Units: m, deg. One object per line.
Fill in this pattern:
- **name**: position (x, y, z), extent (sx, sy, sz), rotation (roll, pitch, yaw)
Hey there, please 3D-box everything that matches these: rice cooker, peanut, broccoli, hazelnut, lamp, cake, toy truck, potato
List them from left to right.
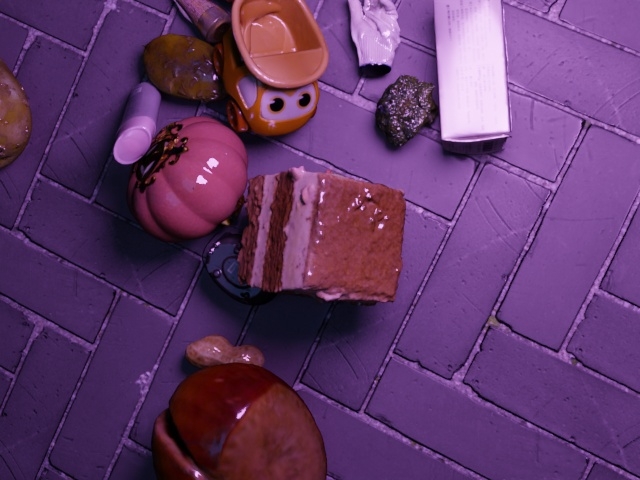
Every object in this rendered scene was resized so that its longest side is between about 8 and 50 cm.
- **potato**: position (-0.849, -0.348, 1.619), extent (0.270, 0.219, 0.358), rotation (-20, 85, 17)
- **potato**: position (-0.316, -0.407, 1.570), extent (0.251, 0.113, 0.149), rotation (27, 91, 10)
- **lamp**: position (-0.287, -0.127, 1.504), extent (0.306, 0.240, 0.305), rotation (-26, 43, 27)
- **peanut**: position (-0.227, 0.273, 1.583), extent (0.193, 0.089, 0.089), rotation (12, 93, 6)
- **hazelnut**: position (-0.187, 0.471, 1.446), extent (0.359, 0.359, 0.409), rotation (-27, 93, 10)
- **rice cooker**: position (-0.183, 0.064, 1.550), extent (0.203, 0.118, 0.142), rotation (39, 98, 4)
- **toy truck**: position (-0.109, -0.379, 1.450), extent (0.205, 0.212, 0.287), rotation (-15, 85, -24)
- **cake**: position (0.000, 0.000, 1.398), extent (0.256, 0.290, 0.281), rotation (7, 90, -31)
- **broccoli**: position (0.191, -0.289, 1.467), extent (0.162, 0.138, 0.145), rotation (-59, 45, 41)

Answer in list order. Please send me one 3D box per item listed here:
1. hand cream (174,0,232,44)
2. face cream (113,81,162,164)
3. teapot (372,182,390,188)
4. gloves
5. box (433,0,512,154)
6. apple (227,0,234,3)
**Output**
- **hand cream**: position (-0.299, -0.561, 1.586), extent (0.084, 0.084, 0.203), rotation (-45, 78, 8)
- **face cream**: position (-0.414, -0.274, 1.518), extent (0.073, 0.269, 0.107), rotation (34, 114, -26)
- **teapot**: position (0.133, -0.066, 1.508), extent (0.098, 0.078, 0.129), rotation (-17, 88, 11)
- **gloves**: position (0.119, -0.486, 1.497), extent (0.119, 0.097, 0.228), rotation (-2, 95, 6)
- **box**: position (0.321, -0.357, 1.421), extent (0.145, 0.173, 0.332), rotation (-4, 90, 13)
- **apple**: position (-0.199, -0.647, 1.520), extent (0.199, 0.199, 0.199), rotation (0, 91, 11)
